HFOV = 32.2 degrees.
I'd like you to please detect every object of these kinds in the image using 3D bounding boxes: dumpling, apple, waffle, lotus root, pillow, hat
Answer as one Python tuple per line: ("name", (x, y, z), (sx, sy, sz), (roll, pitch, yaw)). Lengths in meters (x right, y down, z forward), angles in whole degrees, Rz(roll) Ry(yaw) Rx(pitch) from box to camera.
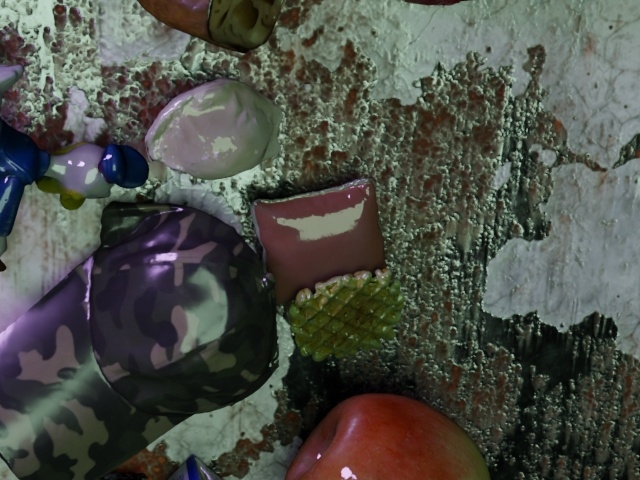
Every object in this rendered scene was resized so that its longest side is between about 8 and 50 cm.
("dumpling", (-0.134, -0.151, 1.476), (0.199, 0.118, 0.136), (-1, 111, -35))
("apple", (0.087, 0.379, 1.595), (0.277, 0.319, 0.319), (32, 99, 1))
("waffle", (0.040, 0.109, 1.598), (0.169, 0.036, 0.183), (-15, 141, -5))
("lotus root", (-0.149, -0.345, 1.390), (0.180, 0.199, 0.188), (18, 98, 24))
("pillow", (0.000, 0.000, 1.570), (0.179, 0.075, 0.171), (-12, 116, -5))
("hat", (-0.247, 0.170, 1.487), (0.366, 0.257, 0.381), (55, 54, -22))

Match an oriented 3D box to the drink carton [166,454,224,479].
("drink carton", (-0.256, 0.482, 1.645), (0.315, 0.130, 0.106), (-45, 110, 4))

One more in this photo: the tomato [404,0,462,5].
("tomato", (0.195, -0.428, 1.421), (0.309, 0.170, 0.308), (-3, 109, -10))

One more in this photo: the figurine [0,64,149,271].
("figurine", (-0.384, -0.078, 1.396), (0.339, 0.204, 0.283), (3, 118, -18))

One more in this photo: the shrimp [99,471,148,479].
("shrimp", (-0.334, 0.379, 1.622), (0.174, 0.082, 0.076), (-27, 116, 5))
